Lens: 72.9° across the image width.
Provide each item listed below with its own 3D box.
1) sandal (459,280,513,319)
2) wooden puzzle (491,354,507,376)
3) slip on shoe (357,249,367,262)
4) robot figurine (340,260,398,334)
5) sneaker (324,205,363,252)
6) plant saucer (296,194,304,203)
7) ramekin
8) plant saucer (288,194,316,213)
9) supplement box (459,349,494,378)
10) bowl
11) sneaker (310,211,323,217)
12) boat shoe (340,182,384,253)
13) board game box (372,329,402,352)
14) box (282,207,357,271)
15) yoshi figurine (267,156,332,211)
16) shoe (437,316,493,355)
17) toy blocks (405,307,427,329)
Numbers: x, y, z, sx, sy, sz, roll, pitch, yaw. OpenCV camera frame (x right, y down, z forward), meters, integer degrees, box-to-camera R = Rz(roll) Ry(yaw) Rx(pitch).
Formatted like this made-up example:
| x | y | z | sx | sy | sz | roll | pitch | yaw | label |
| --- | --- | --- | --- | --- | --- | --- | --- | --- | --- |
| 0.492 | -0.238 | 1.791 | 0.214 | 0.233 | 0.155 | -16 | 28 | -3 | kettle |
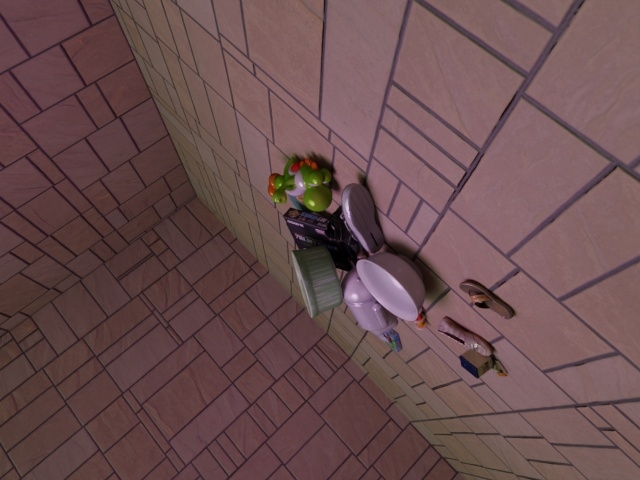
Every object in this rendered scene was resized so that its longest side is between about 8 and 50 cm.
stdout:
| x | y | z | sx | sy | sz | roll | pitch | yaw | label |
| --- | --- | --- | --- | --- | --- | --- | --- | --- | --- |
| 0.497 | 0.185 | 1.318 | 0.180 | 0.049 | 0.072 | 39 | 159 | 30 | sandal |
| 0.642 | 0.460 | 1.589 | 0.116 | 0.014 | 0.078 | 51 | 162 | -4 | wooden puzzle |
| 0.181 | 0.080 | 1.878 | 0.135 | 0.052 | 0.041 | 61 | -153 | -64 | slip on shoe |
| 0.214 | 0.249 | 1.871 | 0.353 | 0.200 | 0.300 | 60 | 176 | -28 | robot figurine |
| 0.088 | -0.017 | 1.756 | 0.087 | 0.130 | 0.227 | 31 | 157 | 49 | sneaker |
| -0.081 | -0.196 | 1.920 | 0.084 | 0.015 | 0.083 | 20 | 129 | 27 | plant saucer |
| -0.013 | 0.168 | 1.873 | 0.303 | 0.148 | 0.303 | 164 | 90 | -83 | ramekin |
| -0.098 | -0.179 | 2.015 | 0.195 | 0.037 | 0.195 | 44 | 162 | 18 | plant saucer |
| 0.571 | 0.442 | 1.583 | 0.083 | 0.083 | 0.056 | 38 | 153 | 54 | supplement box |
| 0.284 | 0.145 | 1.605 | 0.298 | 0.134 | 0.297 | 43 | 161 | 19 | bowl |
| -0.035 | -0.099 | 1.997 | 0.061 | 0.053 | 0.152 | 40 | 156 | -6 | sneaker |
| 0.126 | -0.077 | 1.549 | 0.119 | 0.121 | 0.335 | 28 | 155 | 40 | boat shoe |
| 0.340 | 0.496 | 2.341 | 0.212 | 0.039 | 0.160 | 35 | 158 | 41 | board game box |
| 0.000 | 0.000 | 1.973 | 0.296 | 0.073 | 0.293 | 18 | 150 | 33 | box |
| -0.068 | -0.193 | 1.700 | 0.203 | 0.203 | 0.362 | 40 | 165 | -25 | yoshi figurine |
| 0.527 | 0.363 | 1.592 | 0.219 | 0.058 | 0.076 | 33 | 156 | 42 | shoe |
| 0.379 | 0.294 | 1.813 | 0.123 | 0.054 | 0.148 | 27 | 152 | 49 | toy blocks |
